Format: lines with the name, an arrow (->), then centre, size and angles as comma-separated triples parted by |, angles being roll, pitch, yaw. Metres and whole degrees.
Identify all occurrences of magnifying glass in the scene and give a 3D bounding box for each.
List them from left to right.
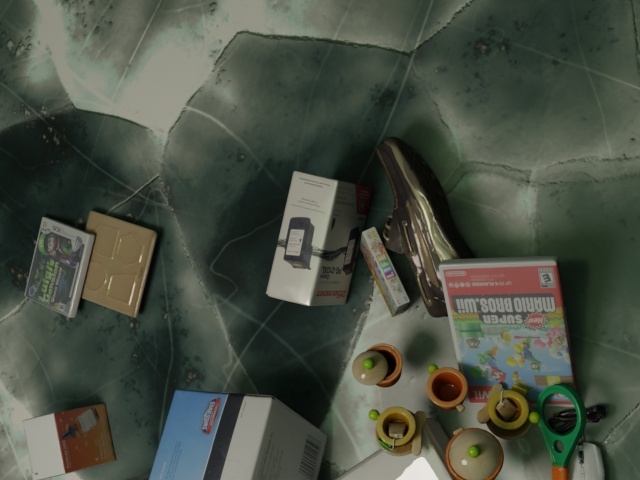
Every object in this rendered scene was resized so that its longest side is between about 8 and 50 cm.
magnifying glass -> 0.412, 0.361, 1.694 | 0.092, 0.026, 0.231 | 3, 94, 47

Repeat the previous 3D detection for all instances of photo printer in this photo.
photo printer -> 0.145, 0.510, 1.805 | 0.307, 0.107, 0.256 | -37, 70, 20

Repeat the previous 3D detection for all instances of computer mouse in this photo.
computer mouse -> 0.455, 0.386, 1.702 | 0.106, 0.042, 0.193 | -13, 82, 24

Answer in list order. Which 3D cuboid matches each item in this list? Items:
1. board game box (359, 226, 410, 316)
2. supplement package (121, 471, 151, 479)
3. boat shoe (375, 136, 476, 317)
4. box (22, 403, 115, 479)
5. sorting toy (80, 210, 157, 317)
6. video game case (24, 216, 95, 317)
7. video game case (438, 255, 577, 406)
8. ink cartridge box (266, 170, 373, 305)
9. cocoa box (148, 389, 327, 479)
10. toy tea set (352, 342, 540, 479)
board game box -> 0.118, 0.060, 1.845 | 0.026, 0.103, 0.154 | -23, 76, -7
supplement package -> -0.339, 0.615, 2.022 | 0.244, 0.134, 0.139 | 46, 106, 20
boat shoe -> 0.174, -0.020, 1.807 | 0.130, 0.132, 0.355 | -30, 74, 21
box -> -0.533, 0.427, 2.103 | 0.091, 0.170, 0.130 | -17, 81, 24
sorting toy -> -0.447, 0.050, 2.157 | 0.208, 0.038, 0.193 | 17, 95, 30
video game case -> -0.585, 0.058, 2.209 | 0.173, 0.022, 0.190 | 18, 96, 37
video game case -> 0.327, 0.161, 1.713 | 0.204, 0.025, 0.285 | -3, 114, 25
ink cartridge box -> 0.000, 0.000, 1.865 | 0.100, 0.172, 0.237 | 15, 94, 25
cocoa box -> -0.170, 0.477, 1.825 | 0.227, 0.231, 0.347 | -1, 62, 31
toy tea set -> 0.197, 0.292, 1.701 | 0.336, 0.124, 0.200 | 19, 70, 19
